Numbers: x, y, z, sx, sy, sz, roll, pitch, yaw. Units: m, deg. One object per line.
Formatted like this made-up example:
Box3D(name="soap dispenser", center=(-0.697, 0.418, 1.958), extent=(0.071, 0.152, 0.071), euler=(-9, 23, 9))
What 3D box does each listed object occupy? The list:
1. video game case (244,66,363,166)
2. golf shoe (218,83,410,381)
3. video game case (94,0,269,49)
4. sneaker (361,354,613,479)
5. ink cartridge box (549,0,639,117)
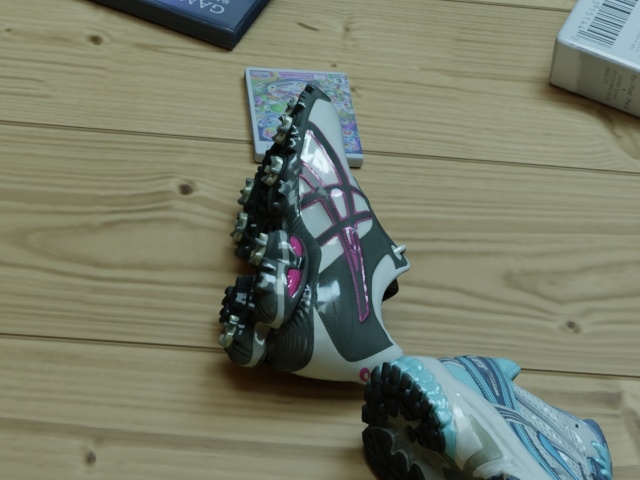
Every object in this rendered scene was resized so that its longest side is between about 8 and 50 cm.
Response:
Box3D(name="video game case", center=(-0.015, -0.102, 1.531), extent=(0.087, 0.011, 0.122), euler=(3, 39, -10))
Box3D(name="golf shoe", center=(0.000, 0.000, 1.356), extent=(0.120, 0.105, 0.273), euler=(20, 42, -13))
Box3D(name="video game case", center=(-0.107, -0.290, 1.703), extent=(0.196, 0.026, 0.274), euler=(21, 49, 13))
Box3D(name="sneaker", center=(0.146, 0.159, 1.163), extent=(0.122, 0.110, 0.283), euler=(-11, 43, -30))
Box3D(name="ink cartridge box", center=(0.378, -0.209, 1.651), extent=(0.261, 0.066, 0.296), euler=(22, 55, 16))
